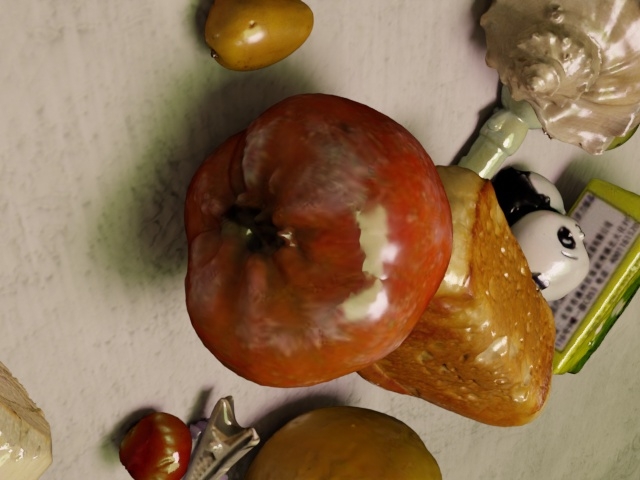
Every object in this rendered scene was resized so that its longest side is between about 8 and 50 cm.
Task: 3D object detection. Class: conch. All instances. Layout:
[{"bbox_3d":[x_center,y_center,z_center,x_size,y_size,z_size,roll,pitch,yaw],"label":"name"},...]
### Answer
[{"bbox_3d":[0.339,-0.240,1.235,0.324,0.186,0.263,-37,120,-23],"label":"conch"}]

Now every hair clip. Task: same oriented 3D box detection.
[{"bbox_3d":[-0.160,0.312,1.311,0.106,0.084,0.292,-2,129,-55],"label":"hair clip"}]

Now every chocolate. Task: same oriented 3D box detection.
[{"bbox_3d":[0.416,0.058,1.647,0.300,0.137,0.289,-57,161,6],"label":"chocolate"}]

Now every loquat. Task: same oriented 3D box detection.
[{"bbox_3d":[0.035,0.354,1.398,0.284,0.276,0.276,-10,130,-31],"label":"loquat"}]

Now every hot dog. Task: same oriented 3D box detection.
[{"bbox_3d":[0.142,0.084,1.314,0.405,0.223,0.185,54,39,-45],"label":"hot dog"}]

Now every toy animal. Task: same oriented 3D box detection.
[{"bbox_3d":[0.305,0.000,1.479,0.138,0.179,0.166,-46,142,19],"label":"toy animal"}]

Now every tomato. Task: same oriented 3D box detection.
[{"bbox_3d":[-0.188,0.238,1.200,0.075,0.087,0.087,24,104,-27],"label":"tomato"}]

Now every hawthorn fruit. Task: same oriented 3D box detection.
[{"bbox_3d":[0.000,0.000,1.022,0.284,0.284,0.284,-31,142,-28],"label":"hawthorn fruit"}]

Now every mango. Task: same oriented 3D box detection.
[{"bbox_3d":[-0.055,-0.194,0.959,0.114,0.060,0.080,-27,143,-38],"label":"mango"}]

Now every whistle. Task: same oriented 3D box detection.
[{"bbox_3d":[0.259,-0.164,1.357,0.258,0.067,0.126,-51,145,5],"label":"whistle"}]

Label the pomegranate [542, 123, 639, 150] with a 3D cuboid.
[{"bbox_3d":[0.373,-0.182,1.435,0.130,0.130,0.130,-31,142,-28],"label":"pomegranate"}]

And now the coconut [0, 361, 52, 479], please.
[{"bbox_3d":[-0.355,0.170,0.806,0.244,0.239,0.239,-44,146,-9],"label":"coconut"}]
